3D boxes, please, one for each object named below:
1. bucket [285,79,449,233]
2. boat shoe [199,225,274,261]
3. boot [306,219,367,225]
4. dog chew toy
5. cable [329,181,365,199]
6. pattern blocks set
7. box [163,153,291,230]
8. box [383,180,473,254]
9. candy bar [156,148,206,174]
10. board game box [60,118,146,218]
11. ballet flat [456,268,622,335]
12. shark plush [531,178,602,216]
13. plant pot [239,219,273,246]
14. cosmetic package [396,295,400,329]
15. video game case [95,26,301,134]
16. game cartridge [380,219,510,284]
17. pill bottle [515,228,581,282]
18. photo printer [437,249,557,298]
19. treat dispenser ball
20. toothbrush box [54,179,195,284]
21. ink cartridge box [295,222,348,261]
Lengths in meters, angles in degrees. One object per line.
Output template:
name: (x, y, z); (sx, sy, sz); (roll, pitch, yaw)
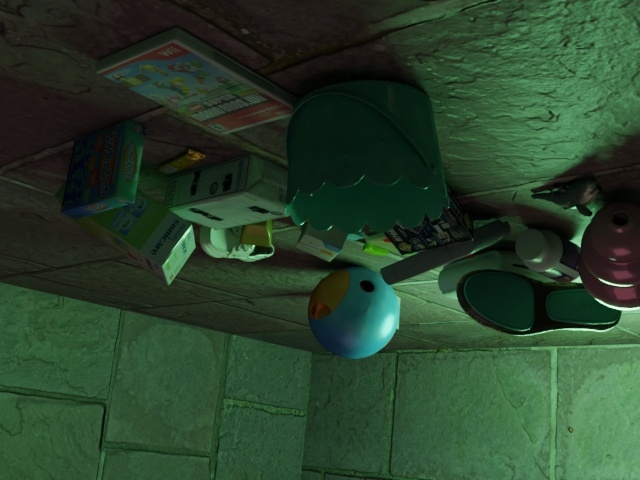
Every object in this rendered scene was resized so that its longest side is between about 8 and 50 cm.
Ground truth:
bucket: (0.072, -0.133, 1.305); (0.281, 0.183, 0.281); (-2, 164, -1)
boat shoe: (-0.221, 0.001, 2.126); (0.096, 0.098, 0.277); (-4, 172, 28)
boot: (0.104, -0.053, 1.835); (0.269, 0.089, 0.236); (3, 152, 5)
dog chew toy: (0.666, 0.023, 1.718); (0.206, 0.207, 0.332); (-1, 156, 23)
cable: (0.031, -0.124, 1.500); (0.150, 0.184, 0.047); (14, 124, 12)
pattern blocks set: (0.230, 0.005, 2.102); (0.285, 0.026, 0.324); (-8, 160, 40)
box: (-0.197, -0.101, 1.743); (0.290, 0.087, 0.169); (-10, 158, 44)
box: (0.206, -0.059, 1.670); (0.175, 0.051, 0.220); (-14, 140, 29)
candy bar: (-0.301, -0.166, 1.671); (0.040, 0.018, 0.161); (20, 159, -34)
board game box: (-0.432, -0.138, 1.550); (0.210, 0.160, 0.047); (-10, 158, 43)
ballet flat: (0.548, 0.174, 2.060); (0.482, 0.164, 0.182); (6, 168, -16)
shark plush: (0.509, -0.103, 1.619); (0.067, 0.073, 0.161); (37, 171, -28)
plant pot: (-0.160, -0.041, 1.975); (0.081, 0.082, 0.083); (6, 154, -3)
cosmetic package: (0.167, 0.259, 2.871); (0.238, 0.127, 0.107); (0, 164, 25)
video game case: (-0.195, -0.254, 1.300); (0.204, 0.025, 0.285); (-8, 160, 40)
game cartridge: (0.294, 0.033, 1.904); (0.198, 0.062, 0.297); (-25, 179, -44)
pill bottle: (0.566, 0.034, 1.938); (0.108, 0.108, 0.193); (-9, 159, 43)
photo printer: (0.523, 0.109, 2.230); (0.256, 0.107, 0.307); (12, 163, -23)
treat dispenser ball: (0.103, 0.225, 2.454); (0.288, 0.288, 0.288); (5, 165, 1)
toothbrush box: (-0.434, -0.040, 1.776); (0.283, 0.122, 0.206); (32, 164, 2)
ink cartridge box: (0.000, 0.000, 2.053); (0.104, 0.062, 0.181); (24, 163, -5)
